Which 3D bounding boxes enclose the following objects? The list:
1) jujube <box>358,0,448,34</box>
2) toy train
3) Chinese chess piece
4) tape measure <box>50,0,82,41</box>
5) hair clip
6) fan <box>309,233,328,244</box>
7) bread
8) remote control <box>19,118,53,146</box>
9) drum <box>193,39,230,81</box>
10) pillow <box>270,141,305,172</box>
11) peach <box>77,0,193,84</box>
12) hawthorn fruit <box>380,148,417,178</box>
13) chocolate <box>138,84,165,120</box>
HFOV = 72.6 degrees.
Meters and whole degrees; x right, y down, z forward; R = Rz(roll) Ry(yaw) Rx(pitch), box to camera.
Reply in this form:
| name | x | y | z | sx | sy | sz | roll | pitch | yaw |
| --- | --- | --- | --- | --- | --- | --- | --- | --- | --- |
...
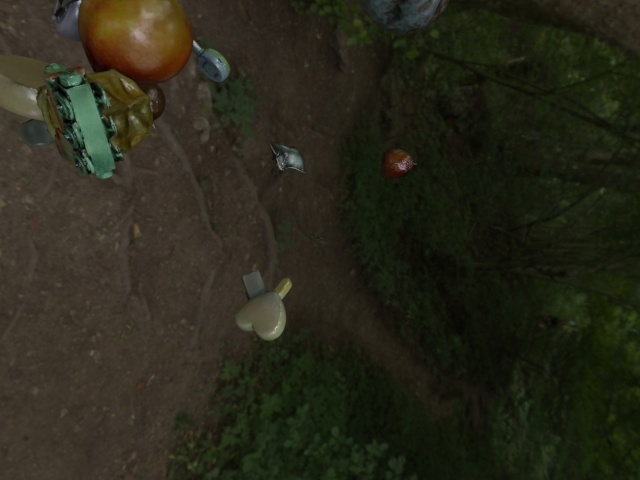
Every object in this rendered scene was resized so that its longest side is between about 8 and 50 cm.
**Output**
| name | x | y | z | sx | sy | sz | roll | pitch | yaw |
| --- | --- | --- | --- | --- | --- | --- | --- | --- | --- |
| jujube | 0.192 | -0.575 | 0.936 | 0.308 | 0.215 | 0.247 | -65 | 154 | -52 |
| toy train | -0.363 | -0.178 | 0.654 | 0.074 | 0.118 | 0.176 | -37 | 148 | -34 |
| Chinese chess piece | -0.901 | -0.481 | 1.378 | 0.273 | 0.273 | 0.102 | -28 | 152 | -58 |
| tape measure | -0.771 | -0.728 | 1.369 | 0.196 | 0.179 | 0.105 | -29 | 156 | 30 |
| hair clip | -0.135 | 0.151 | 1.062 | 0.159 | 0.218 | 0.071 | -27 | 128 | -5 |
| fan | 0.000 | 0.000 | 1.241 | 0.004 | 0.055 | 0.083 | -67 | 161 | -10 |
| bread | -0.606 | -0.341 | 1.205 | 0.252 | 0.195 | 0.239 | -66 | 162 | -47 |
| remote control | -0.989 | -0.377 | 1.519 | 0.045 | 0.256 | 0.098 | -33 | 117 | -48 |
| drum | -0.413 | -0.660 | 1.502 | 0.049 | 0.130 | 0.253 | -56 | 130 | -19 |
| pillow | -0.096 | -0.250 | 1.311 | 0.135 | 0.091 | 0.055 | -5 | 135 | -52 |
| peach | -0.562 | -0.620 | 1.320 | 0.332 | 0.307 | 0.308 | -46 | 157 | -17 |
| hawthorn fruit | 0.176 | -0.177 | 1.015 | 0.077 | 0.077 | 0.077 | -50 | 158 | -28 |
| chocolate | -0.735 | -0.580 | 1.832 | 0.177 | 0.176 | 0.177 | -50 | 158 | -28 |
